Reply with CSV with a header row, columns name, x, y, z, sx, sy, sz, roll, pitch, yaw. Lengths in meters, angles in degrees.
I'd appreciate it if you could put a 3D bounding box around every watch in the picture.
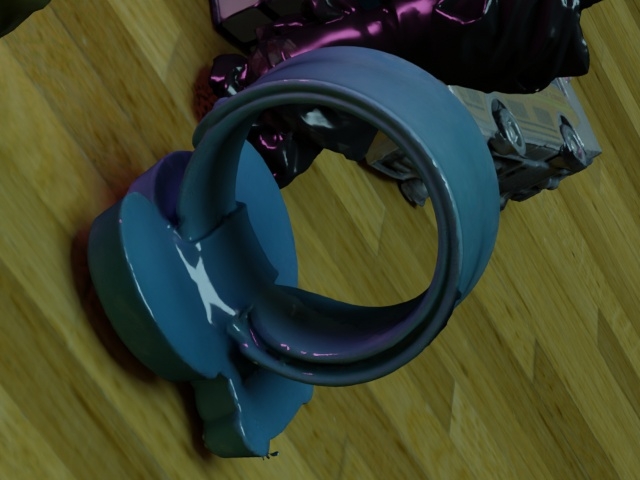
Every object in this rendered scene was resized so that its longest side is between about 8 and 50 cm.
name,x,y,z,sx,sy,sz,roll,pitch,yaw
watch,0.000,0.000,1.047,0.211,0.193,0.211,45,33,-41

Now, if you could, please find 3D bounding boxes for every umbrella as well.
name,x,y,z,sx,sy,sz,roll,pitch,yaw
umbrella,0.060,-0.128,1.189,0.110,0.272,0.122,18,53,-66

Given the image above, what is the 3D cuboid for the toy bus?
name,x,y,z,sx,sy,sz,roll,pitch,yaw
toy bus,0.122,-0.102,1.548,0.342,0.097,0.138,1,64,-65

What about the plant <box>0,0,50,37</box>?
name,x,y,z,sx,sy,sz,roll,pitch,yaw
plant,-0.244,-0.192,0.834,0.333,0.180,0.251,17,56,-22

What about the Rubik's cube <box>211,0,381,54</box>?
name,x,y,z,sx,sy,sz,roll,pitch,yaw
Rubik's cube,0.019,-0.207,1.316,0.151,0.154,0.155,34,40,-54
